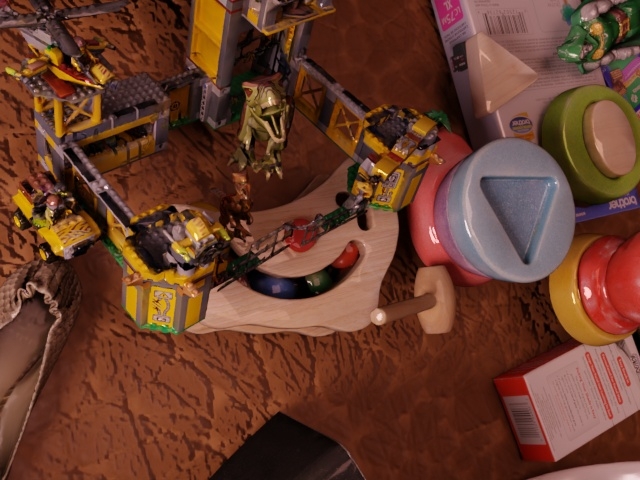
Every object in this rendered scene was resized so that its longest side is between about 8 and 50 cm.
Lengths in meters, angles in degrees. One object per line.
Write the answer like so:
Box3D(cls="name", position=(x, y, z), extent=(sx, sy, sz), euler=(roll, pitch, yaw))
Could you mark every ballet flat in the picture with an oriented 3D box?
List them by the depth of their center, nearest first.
Box3D(cls="ballet flat", position=(-0.240, 0.123, 0.554), extent=(0.084, 0.058, 0.250), euler=(30, 66, -19))

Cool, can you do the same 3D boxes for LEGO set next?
Box3D(cls="LEGO set", position=(-0.056, -0.110, 0.555), extent=(0.331, 0.192, 0.255), euler=(-21, 59, -29))

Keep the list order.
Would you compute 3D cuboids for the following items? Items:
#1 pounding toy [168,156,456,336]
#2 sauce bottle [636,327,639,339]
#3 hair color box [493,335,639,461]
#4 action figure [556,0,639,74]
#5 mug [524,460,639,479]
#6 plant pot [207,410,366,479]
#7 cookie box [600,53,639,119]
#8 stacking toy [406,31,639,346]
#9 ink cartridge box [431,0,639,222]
Box3D(cls="pounding toy", position=(0.000, 0.000, 0.653), extent=(0.269, 0.155, 0.154), euler=(4, 78, -24))
Box3D(cls="sauce bottle", position=(0.446, 0.166, 0.886), extent=(0.111, 0.111, 0.345), euler=(-20, 91, -30))
Box3D(cls="hair color box", position=(0.273, 0.159, 0.825), extent=(0.167, 0.053, 0.093), euler=(-18, 86, -29))
Box3D(cls="action figure", position=(0.347, -0.254, 0.879), extent=(0.232, 0.063, 0.137), euler=(-34, 122, -25))
Box3D(cls="mug", position=(0.305, 0.387, 0.693), extent=(0.374, 0.276, 0.328), euler=(-10, 89, -60))
Box3D(cls="plant pot", position=(-0.029, 0.263, 0.576), extent=(0.167, 0.187, 0.188), euler=(-33, 95, -17))
Box3D(cls="cookie box", position=(0.382, -0.181, 0.966), extent=(0.091, 0.040, 0.107), euler=(-35, 97, -30))
Box3D(cls="stacking toy", position=(0.252, -0.060, 0.751), extent=(0.308, 0.130, 0.280), euler=(19, 74, -23))
Box3D(cls="ink cartridge box", position=(0.243, -0.166, 0.877), extent=(0.185, 0.065, 0.311), euler=(-12, 83, -30))
